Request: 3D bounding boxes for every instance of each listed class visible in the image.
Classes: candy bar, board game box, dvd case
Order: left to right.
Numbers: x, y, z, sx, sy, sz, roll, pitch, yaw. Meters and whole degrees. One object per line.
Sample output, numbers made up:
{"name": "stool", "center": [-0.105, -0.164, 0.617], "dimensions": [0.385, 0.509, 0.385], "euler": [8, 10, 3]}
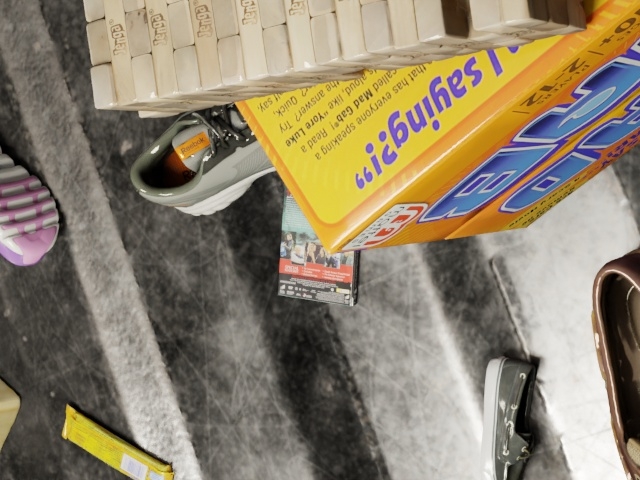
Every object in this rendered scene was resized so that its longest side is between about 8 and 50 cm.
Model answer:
{"name": "candy bar", "center": [-0.225, 0.230, 1.422], "dimensions": [0.161, 0.018, 0.040], "euler": [24, 109, 27]}
{"name": "dvd case", "center": [0.000, 0.000, 1.273], "dimensions": [0.087, 0.013, 0.119], "euler": [7, 98, 31]}
{"name": "board game box", "center": [0.126, -0.242, 0.980], "dimensions": [0.356, 0.356, 0.356], "euler": [-39, 74, 27]}

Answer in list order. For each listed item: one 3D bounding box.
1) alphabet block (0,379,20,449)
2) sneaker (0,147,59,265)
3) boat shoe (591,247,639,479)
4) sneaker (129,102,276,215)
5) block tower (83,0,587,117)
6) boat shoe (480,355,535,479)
{"name": "alphabet block", "center": [-0.499, 0.219, 1.484], "dimensions": [0.192, 0.197, 0.193], "euler": [38, 111, 23]}
{"name": "sneaker", "center": [-0.384, -0.047, 1.464], "dimensions": [0.236, 0.095, 0.104], "euler": [47, 122, 25]}
{"name": "boat shoe", "center": [0.289, 0.173, 1.045], "dimensions": [0.123, 0.123, 0.342], "euler": [-14, 86, 31]}
{"name": "sneaker", "center": [-0.072, -0.106, 1.256], "dimensions": [0.271, 0.108, 0.100], "euler": [-34, 74, 27]}
{"name": "block tower", "center": [0.000, -0.146, 0.801], "dimensions": [0.335, 0.097, 0.091], "euler": [-8, 89, 32]}
{"name": "boat shoe", "center": [0.170, 0.175, 1.162], "dimensions": [0.040, 0.049, 0.142], "euler": [1, 92, 31]}
